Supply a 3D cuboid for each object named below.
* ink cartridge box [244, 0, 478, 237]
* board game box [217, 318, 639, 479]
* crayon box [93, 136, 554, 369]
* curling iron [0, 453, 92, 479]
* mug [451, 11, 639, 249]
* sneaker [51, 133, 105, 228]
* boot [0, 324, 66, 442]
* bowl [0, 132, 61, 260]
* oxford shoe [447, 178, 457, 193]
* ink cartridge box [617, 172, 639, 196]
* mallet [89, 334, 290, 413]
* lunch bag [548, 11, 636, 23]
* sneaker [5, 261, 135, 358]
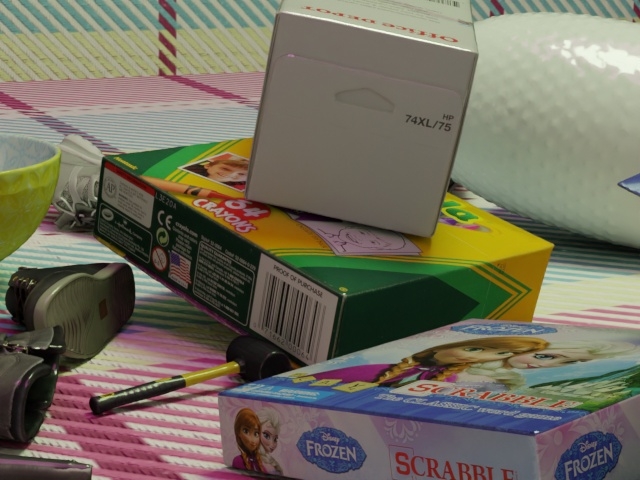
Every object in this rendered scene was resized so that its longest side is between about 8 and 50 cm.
[{"bbox_3d":[0.043,-0.154,1.602,0.198,0.197,0.270,12,21,-1],"label":"ink cartridge box"},{"bbox_3d":[0.142,0.127,1.218,0.318,0.066,0.318,1,10,45],"label":"board game box"},{"bbox_3d":[0.000,0.000,1.609,0.313,0.106,0.363,-13,32,-44],"label":"crayon box"},{"bbox_3d":[-0.309,0.165,1.179,0.274,0.035,0.068,2,14,3],"label":"curling iron"},{"bbox_3d":[0.317,-0.134,2.025,0.328,0.276,0.374,15,-20,19],"label":"mug"},{"bbox_3d":[-0.287,-0.044,2.014,0.115,0.105,0.281,-41,35,-18],"label":"sneaker"},{"bbox_3d":[-0.334,0.092,1.375,0.222,0.118,0.338,3,24,-7],"label":"boot"},{"bbox_3d":[-0.428,-0.023,1.704,0.289,0.156,0.289,1,13,0],"label":"bowl"},{"bbox_3d":[0.173,-0.135,2.227,0.130,0.169,0.449,5,21,26],"label":"oxford shoe"},{"bbox_3d":[0.446,-0.056,1.208,0.303,0.072,0.307,-23,39,-25],"label":"ink cartridge box"},{"bbox_3d":[-0.122,0.122,1.393,0.189,0.039,0.062,-10,18,-26],"label":"mallet"},{"bbox_3d":[0.395,-0.203,2.316,0.223,0.262,0.160,11,16,33],"label":"lunch bag"},{"bbox_3d":[-0.270,0.070,1.526,0.118,0.083,0.222,-3,5,12],"label":"sneaker"}]
